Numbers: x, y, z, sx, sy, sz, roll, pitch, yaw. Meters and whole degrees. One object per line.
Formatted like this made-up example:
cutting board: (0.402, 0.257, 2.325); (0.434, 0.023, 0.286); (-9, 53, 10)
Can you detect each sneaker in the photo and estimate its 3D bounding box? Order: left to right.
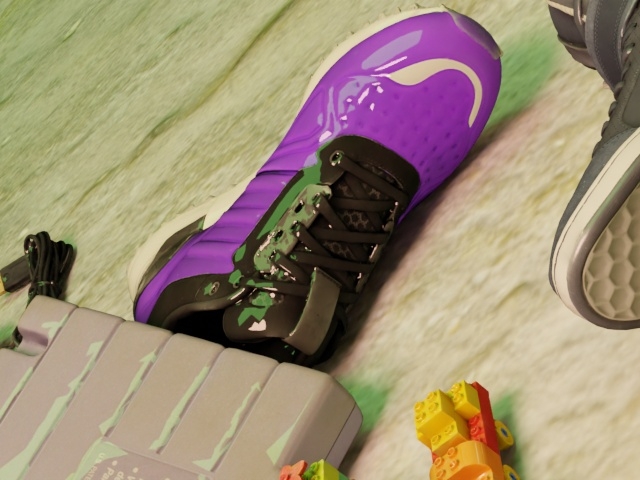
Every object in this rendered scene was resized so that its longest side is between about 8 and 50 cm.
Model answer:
sneaker: (0.000, 0.001, 0.919); (0.293, 0.102, 0.146); (-44, 28, 25)
sneaker: (0.144, -0.060, 0.732); (0.226, 0.086, 0.163); (-47, 32, -17)

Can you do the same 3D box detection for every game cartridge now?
game cartridge: (-0.147, 0.202, 0.807); (0.230, 0.068, 0.355); (15, 62, 33)

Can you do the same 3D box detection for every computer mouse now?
computer mouse: (-0.315, 0.090, 1.380); (0.262, 0.060, 0.184); (-38, 27, 24)

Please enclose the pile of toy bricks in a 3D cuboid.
pile of toy bricks: (0.024, 0.129, 0.656); (0.118, 0.105, 0.212); (-41, 25, 20)
